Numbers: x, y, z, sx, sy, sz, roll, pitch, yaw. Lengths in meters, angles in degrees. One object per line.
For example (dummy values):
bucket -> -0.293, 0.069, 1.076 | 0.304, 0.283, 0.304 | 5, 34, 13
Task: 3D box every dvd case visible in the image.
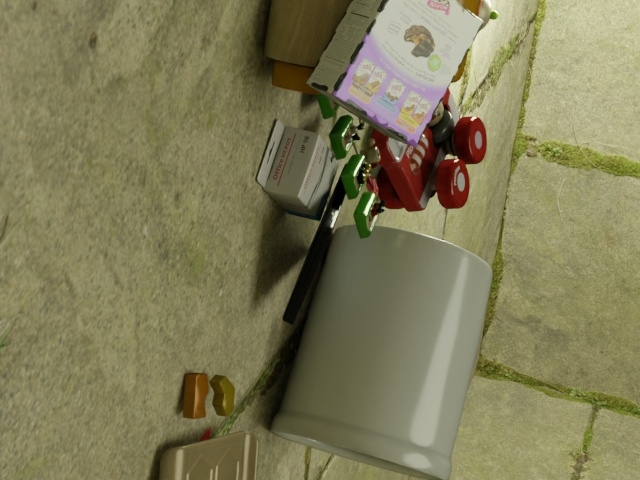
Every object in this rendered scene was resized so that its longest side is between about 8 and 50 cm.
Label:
dvd case -> 0.000, 0.000, 1.724 | 0.253, 0.022, 0.180 | -69, -178, -62

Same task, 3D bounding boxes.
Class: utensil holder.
utensil holder -> 0.115, 0.200, 1.923 | 0.327, 0.327, 0.386 | 53, 51, -69

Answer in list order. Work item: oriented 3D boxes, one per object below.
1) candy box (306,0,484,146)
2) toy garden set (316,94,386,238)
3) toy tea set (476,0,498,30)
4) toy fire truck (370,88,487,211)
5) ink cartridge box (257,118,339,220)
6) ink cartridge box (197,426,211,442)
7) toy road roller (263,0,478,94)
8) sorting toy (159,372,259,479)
candy box -> 0.101, -0.249, 1.422 | 0.164, 0.070, 0.196 | 28, 92, -38
toy garden set -> 0.069, -0.155, 1.759 | 0.204, 0.049, 0.244 | -63, 138, -65
toy tea set -> 0.328, -0.583, 2.229 | 0.200, 0.124, 0.336 | -68, 166, -49
toy fire truck -> 0.203, -0.214, 2.163 | 0.254, 0.169, 0.302 | 60, 43, -41
ink cartridge box -> -0.031, -0.104, 1.634 | 0.180, 0.060, 0.104 | 44, 62, -71
ink cartridge box -> -0.185, 0.418, 1.588 | 0.181, 0.056, 0.225 | -49, 150, -56
toy road roller -> 0.083, -0.311, 1.522 | 0.329, 0.240, 0.203 | -31, 133, -67
sorting toy -> -0.164, 0.340, 1.542 | 0.229, 0.041, 0.307 | 7, 86, -63
